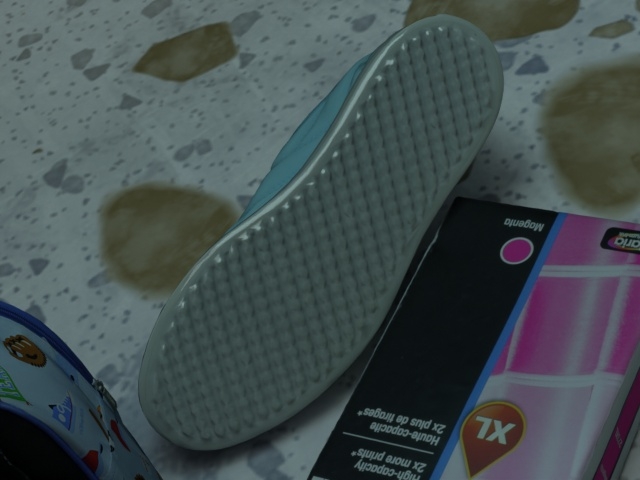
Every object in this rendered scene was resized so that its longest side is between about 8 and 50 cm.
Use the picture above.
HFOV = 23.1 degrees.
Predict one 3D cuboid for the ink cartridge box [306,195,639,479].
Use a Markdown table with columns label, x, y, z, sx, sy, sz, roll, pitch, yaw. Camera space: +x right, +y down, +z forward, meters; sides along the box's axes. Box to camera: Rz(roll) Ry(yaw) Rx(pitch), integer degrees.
| label | x | y | z | sx | sy | sz | roll | pitch | yaw |
| --- | --- | --- | --- | --- | --- | --- | --- | --- | --- |
| ink cartridge box | 0.100 | 0.135 | 1.008 | 0.175 | 0.069 | 0.371 | 10 | 57 | 30 |

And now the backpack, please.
| label | x | y | z | sx | sy | sz | roll | pitch | yaw |
| --- | --- | --- | --- | --- | --- | --- | --- | --- | --- |
| backpack | -0.235 | 0.155 | 0.988 | 0.276 | 0.263 | 0.213 | -25 | 44 | 1 |

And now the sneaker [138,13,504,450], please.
| label | x | y | z | sx | sy | sz | roll | pitch | yaw |
| --- | --- | --- | --- | --- | --- | --- | --- | --- | --- |
| sneaker | 0.000 | 0.000 | 1.156 | 0.366 | 0.135 | 0.150 | -49 | 6 | -8 |
